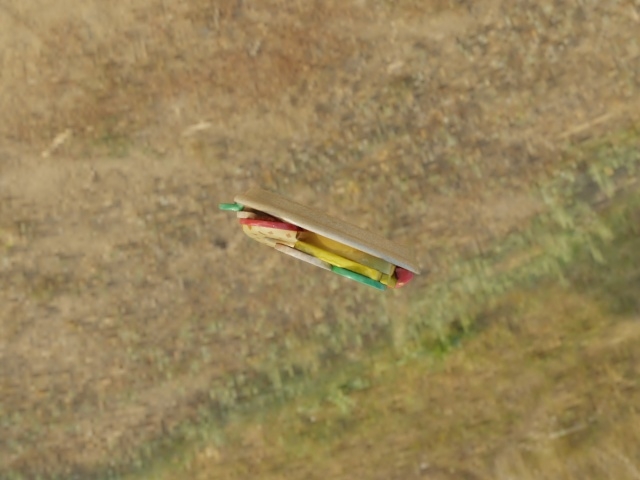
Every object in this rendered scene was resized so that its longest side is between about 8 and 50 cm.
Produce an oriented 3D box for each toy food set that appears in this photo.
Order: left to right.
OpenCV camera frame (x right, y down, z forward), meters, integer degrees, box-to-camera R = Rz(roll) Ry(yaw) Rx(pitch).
[{"bbox_3d":[0.000,0.000,0.515,0.083,0.020,0.082,22,179,16],"label":"toy food set"}]
